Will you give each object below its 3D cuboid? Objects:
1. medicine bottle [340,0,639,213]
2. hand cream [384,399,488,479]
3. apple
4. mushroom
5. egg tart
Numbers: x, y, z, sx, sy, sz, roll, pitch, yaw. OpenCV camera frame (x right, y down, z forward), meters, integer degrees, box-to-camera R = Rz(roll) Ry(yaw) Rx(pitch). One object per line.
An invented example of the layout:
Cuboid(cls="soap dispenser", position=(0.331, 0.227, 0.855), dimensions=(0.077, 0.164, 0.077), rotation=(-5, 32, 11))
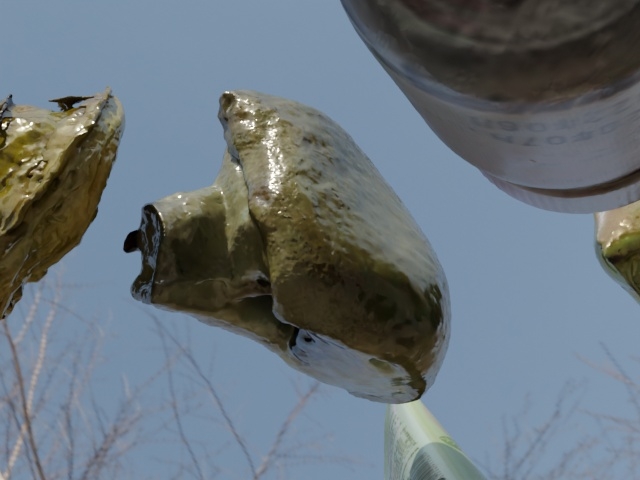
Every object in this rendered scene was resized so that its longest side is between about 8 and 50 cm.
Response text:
Cuboid(cls="medicine bottle", position=(0.113, -0.109, 0.553), dimensions=(0.165, 0.165, 0.273), rotation=(-59, -20, 2))
Cuboid(cls="hand cream", position=(0.109, 0.244, 1.093), dimensions=(0.093, 0.306, 0.147), rotation=(-5, -72, -16))
Cuboid(cls="apple", position=(0.354, 0.028, 1.096), dimensions=(0.120, 0.193, 0.265), rotation=(-37, -65, 19))
Cuboid(cls="mushroom", position=(0.007, -0.005, 0.964), dimensions=(0.292, 0.212, 0.217), rotation=(25, -105, -30))
Cuboid(cls="egg tart", position=(-0.241, -0.029, 0.898), dimensions=(0.106, 0.241, 0.241), rotation=(37, -92, -17))
